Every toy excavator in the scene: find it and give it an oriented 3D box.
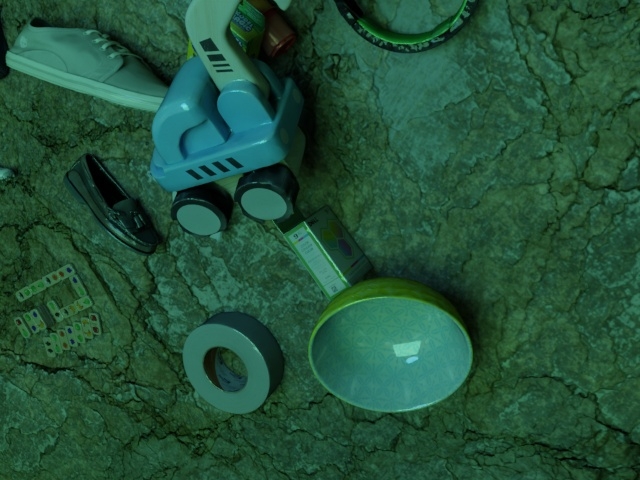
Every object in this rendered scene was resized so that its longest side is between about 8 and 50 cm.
[{"bbox_3d":[-0.154,-0.249,1.236,0.433,0.222,0.445,-13,134,28],"label":"toy excavator"}]

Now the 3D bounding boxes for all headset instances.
[{"bbox_3d":[0.085,-0.469,1.163,0.243,0.185,0.394,-30,106,31],"label":"headset"}]

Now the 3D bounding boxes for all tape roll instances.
[{"bbox_3d":[-0.192,0.268,1.654,0.219,0.072,0.219,9,112,23],"label":"tape roll"}]

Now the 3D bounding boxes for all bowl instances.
[{"bbox_3d":[0.128,0.162,1.387,0.290,0.156,0.289,3,127,3],"label":"bowl"}]

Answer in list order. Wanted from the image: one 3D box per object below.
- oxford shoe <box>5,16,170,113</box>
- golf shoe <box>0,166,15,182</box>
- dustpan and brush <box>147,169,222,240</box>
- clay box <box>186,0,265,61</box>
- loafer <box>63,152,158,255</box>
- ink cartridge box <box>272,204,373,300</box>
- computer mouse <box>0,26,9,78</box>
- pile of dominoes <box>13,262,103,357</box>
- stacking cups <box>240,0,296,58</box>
[{"bbox_3d":[-0.427,-0.342,1.491,0.450,0.169,0.130,22,96,18],"label":"oxford shoe"},{"bbox_3d":[-0.804,-0.172,1.788,0.176,0.069,0.085,0,103,25],"label":"golf shoe"},{"bbox_3d":[-0.280,-0.103,1.569,0.211,0.060,0.147,19,116,11],"label":"dustpan and brush"},{"bbox_3d":[-0.174,-0.355,1.353,0.127,0.053,0.222,40,153,7],"label":"clay box"},{"bbox_3d":[-0.448,-0.079,1.635,0.267,0.096,0.084,42,116,8],"label":"loafer"},{"bbox_3d":[0.000,0.000,1.433,0.062,0.109,0.209,-35,91,32],"label":"ink cartridge box"},{"bbox_3d":[-0.783,-0.486,1.655,0.184,0.060,0.261,11,113,21],"label":"computer mouse"},{"bbox_3d":[-0.659,0.186,1.869,0.251,0.040,0.195,-24,97,32],"label":"pile of dominoes"},{"bbox_3d":[-0.165,-0.466,1.354,0.316,0.096,0.096,46,122,-2],"label":"stacking cups"}]
